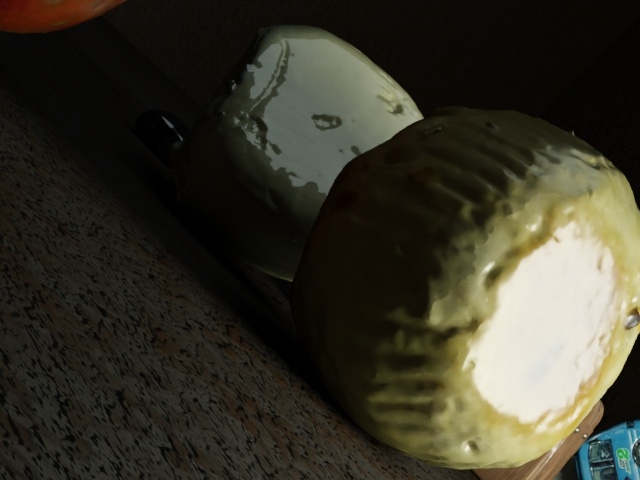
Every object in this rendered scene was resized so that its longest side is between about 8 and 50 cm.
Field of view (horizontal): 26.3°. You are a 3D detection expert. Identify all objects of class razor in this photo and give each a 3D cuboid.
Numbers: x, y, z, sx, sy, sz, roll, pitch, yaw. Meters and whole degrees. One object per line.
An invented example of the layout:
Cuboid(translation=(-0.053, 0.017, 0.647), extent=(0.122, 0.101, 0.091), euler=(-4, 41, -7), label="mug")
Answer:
Cuboid(translation=(-0.213, -0.146, 1.985), extent=(0.090, 0.054, 0.148), euler=(49, 4, 6), label="razor")

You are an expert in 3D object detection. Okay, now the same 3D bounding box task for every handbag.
Cuboid(translation=(0.282, 0.259, 1.902), extent=(0.151, 0.193, 0.072), euler=(39, 3, 35), label="handbag")

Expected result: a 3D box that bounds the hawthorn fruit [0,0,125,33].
Cuboid(translation=(-0.289, -0.365, 1.242), extent=(0.403, 0.403, 0.403), euler=(45, 3, -3), label="hawthorn fruit")

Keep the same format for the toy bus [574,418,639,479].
Cuboid(translation=(0.428, 0.378, 1.897), extent=(0.113, 0.134, 0.246), euler=(37, 43, -70), label="toy bus")

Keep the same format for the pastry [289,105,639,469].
Cuboid(translation=(0.146, 0.043, 1.417), extent=(0.312, 0.389, 0.388), euler=(24, -13, 45), label="pastry")

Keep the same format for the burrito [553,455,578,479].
Cuboid(translation=(0.211, 0.232, 2.034), extent=(0.445, 0.101, 0.139), euler=(41, -36, 4), label="burrito")

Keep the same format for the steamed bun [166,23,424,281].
Cuboid(translation=(-0.026, -0.081, 1.704), extent=(0.312, 0.334, 0.233), euler=(41, -40, -4), label="steamed bun")
